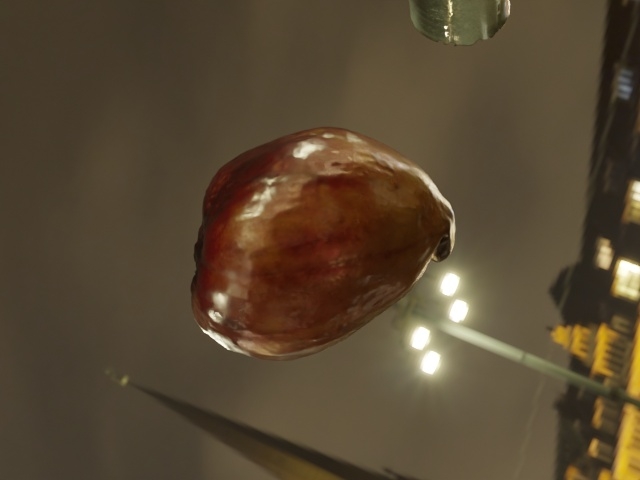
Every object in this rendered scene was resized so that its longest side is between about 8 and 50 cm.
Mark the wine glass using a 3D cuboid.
[{"bbox_3d":[0.095,-0.245,0.884,0.103,0.103,0.222,-55,-24,-26],"label":"wine glass"}]

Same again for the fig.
[{"bbox_3d":[-0.012,-0.002,1.168,0.263,0.224,0.224,-34,-31,-4],"label":"fig"}]
